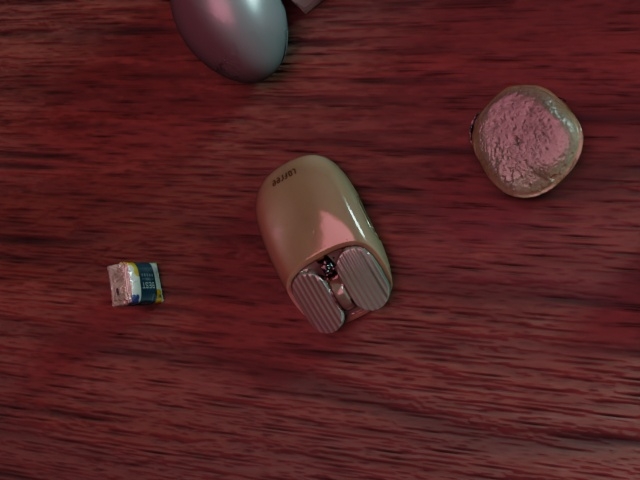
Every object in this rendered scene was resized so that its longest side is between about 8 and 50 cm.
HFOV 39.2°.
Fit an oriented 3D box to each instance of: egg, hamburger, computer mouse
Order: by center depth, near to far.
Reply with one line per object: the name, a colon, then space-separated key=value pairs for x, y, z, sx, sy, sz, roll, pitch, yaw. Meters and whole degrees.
hamburger: x=0.257 y=-0.125 z=1.122 sx=0.133 sy=0.062 sz=0.140 roll=-39 pitch=77 yaw=17
computer mouse: x=0.000 y=0.000 z=1.192 sx=0.145 sy=0.082 sz=0.236 roll=-27 pitch=77 yaw=15
egg: x=-0.122 y=-0.306 z=1.219 sx=0.146 sy=0.146 sz=0.199 roll=-32 pitch=91 yaw=15

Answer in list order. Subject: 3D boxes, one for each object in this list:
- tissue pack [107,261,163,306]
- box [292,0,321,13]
tissue pack: x=-0.262 y=0.062 z=1.277 sx=0.042 sy=0.083 sz=0.062 roll=-15 pitch=82 yaw=19
box: x=-0.031 y=-0.434 z=1.233 sx=0.135 sy=0.081 sz=0.199 roll=-37 pitch=78 yaw=13
